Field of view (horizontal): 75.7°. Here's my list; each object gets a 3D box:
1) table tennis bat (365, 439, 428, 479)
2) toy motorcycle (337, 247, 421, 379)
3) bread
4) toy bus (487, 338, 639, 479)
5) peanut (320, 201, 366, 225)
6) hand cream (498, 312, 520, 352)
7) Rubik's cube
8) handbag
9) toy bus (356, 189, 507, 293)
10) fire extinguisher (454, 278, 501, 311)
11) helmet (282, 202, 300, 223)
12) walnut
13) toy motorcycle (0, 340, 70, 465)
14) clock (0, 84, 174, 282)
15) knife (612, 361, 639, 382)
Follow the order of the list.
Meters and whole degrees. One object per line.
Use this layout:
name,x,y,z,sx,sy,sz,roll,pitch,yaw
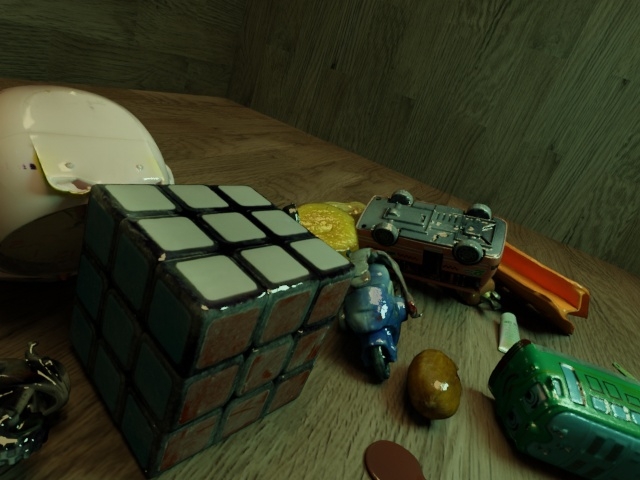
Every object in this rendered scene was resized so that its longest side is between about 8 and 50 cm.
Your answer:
table tennis bat,0.146,0.385,0.676,0.154,0.019,0.098,25,23,17
toy motorcycle,0.105,0.145,0.959,0.241,0.182,0.319,45,20,-11
bread,0.000,0.000,1.224,0.268,0.146,0.269,10,39,-8
toy bus,0.540,0.368,0.833,0.343,0.184,0.199,20,28,2
peanut,0.089,-0.067,1.460,0.305,0.147,0.147,-4,32,-33
hand cream,0.560,0.282,1.220,0.076,0.047,0.174,24,32,7
Rubik's cube,-0.180,0.105,0.663,0.301,0.305,0.303,36,26,30
handbag,0.697,0.141,1.428,0.410,0.116,0.303,41,0,40
toy bus,0.335,0.009,1.284,0.426,0.233,0.203,14,47,21
fire extinguisher,0.505,0.117,1.423,0.200,0.113,0.376,4,34,-35
helmet,-0.145,-0.002,1.068,0.189,0.193,0.216,-3,23,-30
walnut,0.236,0.291,0.856,0.115,0.116,0.207,25,16,10
toy motorcycle,-0.440,0.192,0.517,0.270,0.106,0.159,13,18,10
clock,-0.470,-0.082,0.741,0.368,0.376,0.251,-11,69,-51
knife,0.961,0.437,1.233,0.030,0.014,0.207,11,24,-18
